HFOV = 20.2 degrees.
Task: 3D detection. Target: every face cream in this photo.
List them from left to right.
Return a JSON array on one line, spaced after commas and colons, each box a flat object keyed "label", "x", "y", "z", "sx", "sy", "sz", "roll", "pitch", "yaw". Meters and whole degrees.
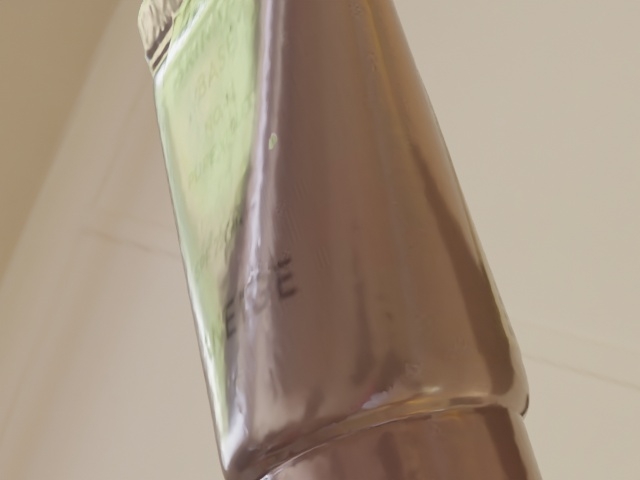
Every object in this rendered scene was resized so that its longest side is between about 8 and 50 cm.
[{"label": "face cream", "x": 0.000, "y": 0.000, "z": 0.578, "sx": 0.154, "sy": 0.096, "sz": 0.274, "roll": -51, "pitch": -130, "yaw": 53}]
